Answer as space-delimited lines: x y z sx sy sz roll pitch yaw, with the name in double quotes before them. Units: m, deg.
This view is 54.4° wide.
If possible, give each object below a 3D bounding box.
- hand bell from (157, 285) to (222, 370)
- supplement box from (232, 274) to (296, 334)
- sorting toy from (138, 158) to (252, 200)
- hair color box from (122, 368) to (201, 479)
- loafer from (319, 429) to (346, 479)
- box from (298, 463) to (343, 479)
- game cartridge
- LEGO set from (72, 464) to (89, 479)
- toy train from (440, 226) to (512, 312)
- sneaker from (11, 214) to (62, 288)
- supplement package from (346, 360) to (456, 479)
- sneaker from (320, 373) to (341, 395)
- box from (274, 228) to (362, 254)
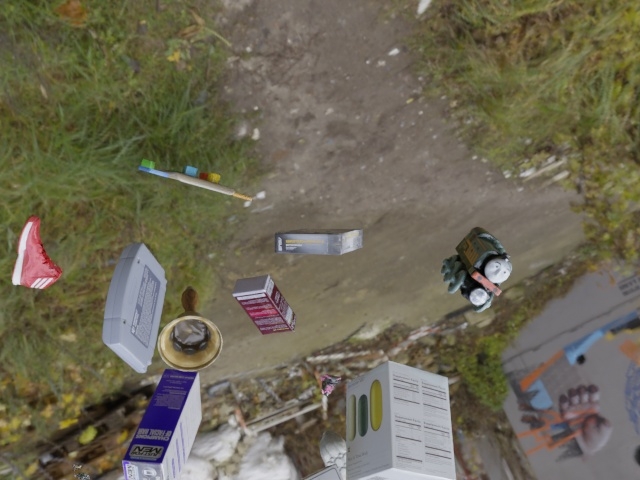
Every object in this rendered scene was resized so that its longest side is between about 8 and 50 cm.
"hand bell" -0.281 0.162 1.340 0.126 0.126 0.242 -22 -156 -3
"supplement box" -0.192 0.228 2.177 0.130 0.073 0.240 -10 132 22
"sorting toy" -0.359 -0.184 1.809 0.347 0.047 0.196 15 -177 -33
"hair color box" -0.413 0.526 1.664 0.109 0.339 0.185 4 118 2
"loafer" 0.082 0.717 1.890 0.111 0.320 0.111 -19 -164 -1
"box" -0.062 0.661 1.444 0.289 0.169 0.087 -19 162 -25
"game cartridge" -0.472 0.164 1.591 0.060 0.295 0.196 -4 144 8
"LEGO set" -0.716 0.698 1.865 0.023 0.083 0.054 -50 155 3
"toy train" 0.460 0.077 1.827 0.190 0.142 0.334 -54 -175 14
"sneaker" -0.796 0.038 1.787 0.127 0.087 0.221 16 113 -15
"supplement package" 0.196 0.479 1.582 0.197 0.263 0.199 20 143 -25
"sneaker" 0.025 0.404 1.732 0.047 0.057 0.119 14 161 -5
"box" 0.000 0.000 1.687 0.182 0.056 0.231 0 -176 18
